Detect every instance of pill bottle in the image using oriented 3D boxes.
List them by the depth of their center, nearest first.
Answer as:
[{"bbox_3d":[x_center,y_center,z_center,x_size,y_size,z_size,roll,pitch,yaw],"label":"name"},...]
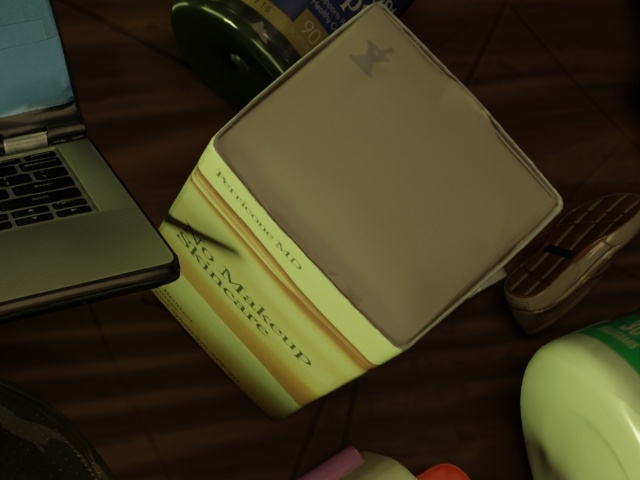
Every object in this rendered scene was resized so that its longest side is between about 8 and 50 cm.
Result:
[{"bbox_3d":[0.334,0.106,0.977,0.361,0.204,0.204,-19,81,-17],"label":"pill bottle"},{"bbox_3d":[0.008,-0.192,1.018,0.123,0.123,0.219,40,71,-1],"label":"pill bottle"}]

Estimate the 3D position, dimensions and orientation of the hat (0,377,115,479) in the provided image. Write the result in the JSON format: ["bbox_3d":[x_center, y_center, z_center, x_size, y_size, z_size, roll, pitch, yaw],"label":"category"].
[{"bbox_3d":[-0.258,0.203,0.852,0.331,0.134,0.331,3,74,-12],"label":"hat"}]

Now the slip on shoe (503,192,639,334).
[{"bbox_3d":[0.185,0.016,1.053,0.135,0.051,0.041,-41,128,-27],"label":"slip on shoe"}]

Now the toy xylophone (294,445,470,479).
[{"bbox_3d":[0.045,0.295,0.925,0.236,0.081,0.322,-23,82,-17],"label":"toy xylophone"}]

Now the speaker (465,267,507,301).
[{"bbox_3d":[0.073,-0.019,1.026,0.055,0.055,0.136,-29,85,-18],"label":"speaker"}]

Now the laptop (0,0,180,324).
[{"bbox_3d":[-0.329,-0.105,0.866,0.382,0.408,0.236,-13,113,-16],"label":"laptop"}]

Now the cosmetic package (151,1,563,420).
[{"bbox_3d":[0.000,0.000,0.876,0.129,0.296,0.153,-41,88,-20],"label":"cosmetic package"}]

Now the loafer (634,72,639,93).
[{"bbox_3d":[0.273,-0.106,1.092,0.078,0.080,0.220,-4,66,8],"label":"loafer"}]
